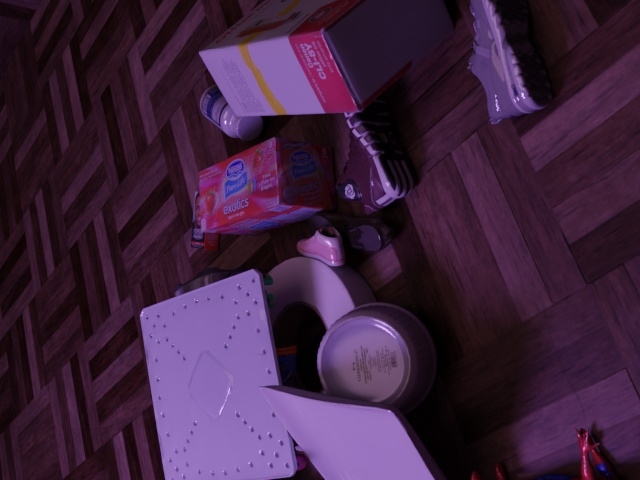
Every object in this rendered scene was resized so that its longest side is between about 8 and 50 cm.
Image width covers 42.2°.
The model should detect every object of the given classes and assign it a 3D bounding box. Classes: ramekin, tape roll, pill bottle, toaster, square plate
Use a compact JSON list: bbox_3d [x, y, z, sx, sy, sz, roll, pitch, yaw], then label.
[{"bbox_3d":[0.092,0.211,1.441,0.207,0.109,0.207,-2,85,21],"label":"ramekin"},{"bbox_3d":[-0.019,0.225,1.674,0.392,0.072,0.392,-7,81,51],"label":"tape roll"},{"bbox_3d":[-0.204,-0.295,1.929,0.169,0.094,0.094,41,117,44],"label":"pill bottle"},{"bbox_3d":[-0.252,0.156,1.921,0.227,0.129,0.146,-27,68,47],"label":"toaster"},{"bbox_3d":[0.091,0.374,1.407,0.347,0.049,0.344,-3,127,50],"label":"square plate"}]

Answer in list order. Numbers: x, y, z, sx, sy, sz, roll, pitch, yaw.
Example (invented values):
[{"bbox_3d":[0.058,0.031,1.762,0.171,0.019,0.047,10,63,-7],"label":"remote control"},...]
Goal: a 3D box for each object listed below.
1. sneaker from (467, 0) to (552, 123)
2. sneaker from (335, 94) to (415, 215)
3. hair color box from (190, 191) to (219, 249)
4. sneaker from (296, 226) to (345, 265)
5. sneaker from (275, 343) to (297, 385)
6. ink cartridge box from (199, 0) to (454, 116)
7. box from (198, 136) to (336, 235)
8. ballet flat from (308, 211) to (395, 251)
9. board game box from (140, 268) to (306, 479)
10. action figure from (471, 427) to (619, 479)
[{"bbox_3d":[0.273,-0.322,1.339,0.115,0.105,0.281,-29,66,46],"label":"sneaker"},{"bbox_3d":[0.065,-0.174,1.584,0.162,0.106,0.281,-43,56,44],"label":"sneaker"},{"bbox_3d":[-0.280,-0.049,2.040,0.072,0.043,0.141,4,89,52],"label":"hair color box"},{"bbox_3d":[0.000,0.000,1.622,0.134,0.051,0.070,22,125,50],"label":"sneaker"},{"bbox_3d":[-0.124,0.276,1.681,0.221,0.083,0.087,-31,67,47],"label":"sneaker"},{"bbox_3d":[0.000,-0.368,1.522,0.385,0.279,0.160,7,135,51],"label":"ink cartridge box"},{"bbox_3d":[-0.119,-0.106,1.764,0.300,0.154,0.142,-16,74,50],"label":"box"},{"bbox_3d":[0.061,-0.020,1.619,0.250,0.058,0.084,3,116,56],"label":"ballet flat"},{"bbox_3d":[-0.206,0.289,1.674,0.390,0.050,0.390,-20,76,40],"label":"board game box"},{"bbox_3d":[0.344,0.323,1.201,0.280,0.091,0.139,-9,89,50],"label":"action figure"}]
